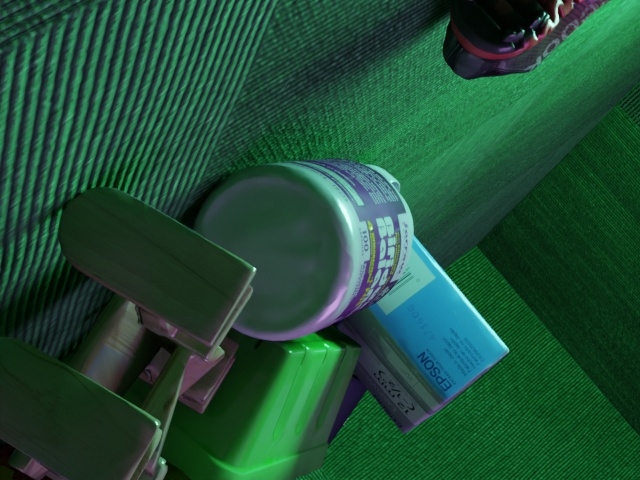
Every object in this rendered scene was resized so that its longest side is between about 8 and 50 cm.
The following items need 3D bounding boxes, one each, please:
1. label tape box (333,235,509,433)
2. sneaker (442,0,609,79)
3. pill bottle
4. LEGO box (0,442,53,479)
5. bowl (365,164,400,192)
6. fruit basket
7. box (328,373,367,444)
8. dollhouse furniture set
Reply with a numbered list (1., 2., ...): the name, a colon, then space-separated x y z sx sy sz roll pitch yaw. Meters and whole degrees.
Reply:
1. label tape box: 0.081 0.119 1.562 0.115 0.249 0.348 -36 170 -20
2. sneaker: 0.225 -0.244 1.191 0.276 0.098 0.135 -34 170 -23
3. pill bottle: 0.000 0.000 1.239 0.169 0.169 0.301 -43 171 18
4. LEGO box: -0.438 0.504 1.513 0.372 0.193 0.500 -31 154 -43
5. bowl: 0.032 -0.044 1.539 0.142 0.053 0.142 -40 172 0
6. fruit basket: -0.135 0.234 1.386 0.392 0.283 0.392 -48 163 -20
7. box: -0.064 0.198 1.651 0.153 0.207 0.108 -54 143 -1
8. dollhouse furniture set: -0.265 0.158 0.999 0.394 0.256 0.362 -59 178 -16
